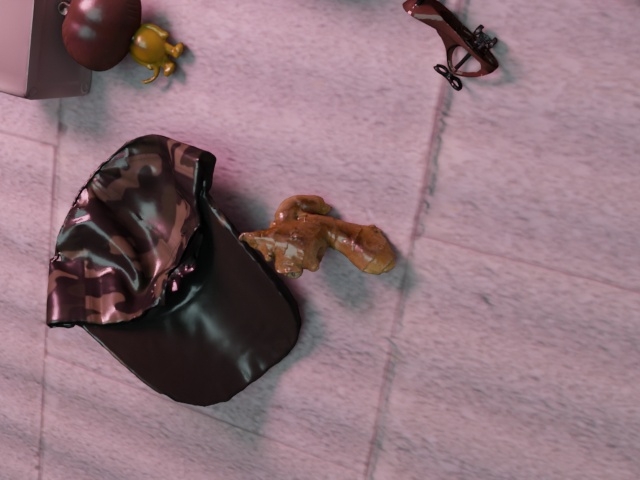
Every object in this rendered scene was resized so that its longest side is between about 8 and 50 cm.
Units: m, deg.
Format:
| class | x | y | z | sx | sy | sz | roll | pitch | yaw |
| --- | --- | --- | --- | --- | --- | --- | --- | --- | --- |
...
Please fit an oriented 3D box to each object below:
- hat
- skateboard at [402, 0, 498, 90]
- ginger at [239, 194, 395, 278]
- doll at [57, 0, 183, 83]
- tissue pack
| class | x | y | z | sx | sy | sz | roll | pitch | yaw |
| --- | --- | --- | --- | --- | --- | --- | --- | --- | --- |
| hat | -0.222 | 0.054 | 1.312 | 0.366 | 0.257 | 0.382 | -39 | 120 | 12 |
| skateboard | 0.167 | -0.267 | 1.082 | 0.151 | 0.067 | 0.080 | 46 | 126 | 5 |
| ginger | 0.002 | 0.010 | 1.196 | 0.214 | 0.133 | 0.059 | 29 | 154 | 10 |
| doll | -0.315 | -0.313 | 1.268 | 0.145 | 0.096 | 0.188 | -36 | 115 | 19 |
| tissue pack | -0.455 | -0.360 | 1.301 | 0.136 | 0.159 | 0.246 | 18 | 108 | 19 |
